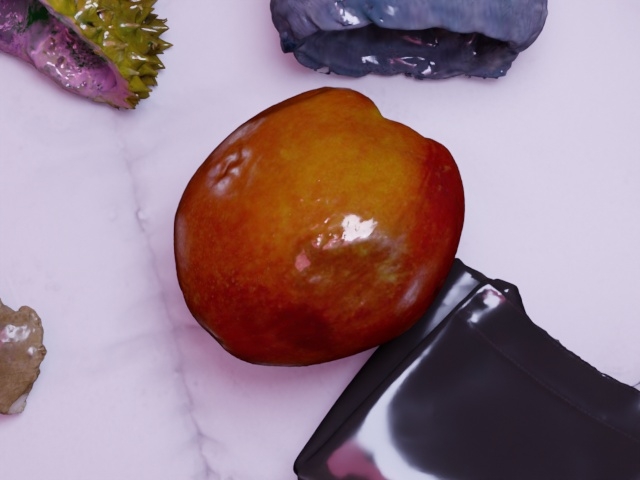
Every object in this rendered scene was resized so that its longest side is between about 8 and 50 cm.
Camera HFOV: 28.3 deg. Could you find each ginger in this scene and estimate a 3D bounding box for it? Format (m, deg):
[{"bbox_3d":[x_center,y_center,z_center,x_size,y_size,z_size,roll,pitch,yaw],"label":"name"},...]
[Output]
[{"bbox_3d":[-0.287,0.070,1.099,0.096,0.067,0.165,-20,80,21],"label":"ginger"}]

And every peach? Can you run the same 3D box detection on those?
[{"bbox_3d":[0.000,0.000,1.021,0.244,0.199,0.243,-16,51,21],"label":"peach"}]

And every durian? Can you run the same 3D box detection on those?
[{"bbox_3d":[-0.246,-0.223,1.106,0.261,0.186,0.153,26,90,-7],"label":"durian"}]

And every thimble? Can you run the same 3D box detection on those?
[{"bbox_3d":[0.075,-0.233,1.069,0.236,0.205,0.172,3,85,-22],"label":"thimble"}]

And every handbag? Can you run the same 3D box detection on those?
[{"bbox_3d":[0.154,0.181,1.040,0.285,0.113,0.257,34,78,14],"label":"handbag"}]
